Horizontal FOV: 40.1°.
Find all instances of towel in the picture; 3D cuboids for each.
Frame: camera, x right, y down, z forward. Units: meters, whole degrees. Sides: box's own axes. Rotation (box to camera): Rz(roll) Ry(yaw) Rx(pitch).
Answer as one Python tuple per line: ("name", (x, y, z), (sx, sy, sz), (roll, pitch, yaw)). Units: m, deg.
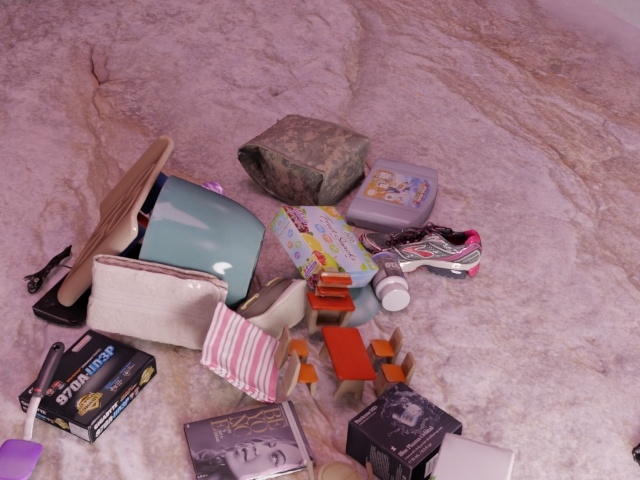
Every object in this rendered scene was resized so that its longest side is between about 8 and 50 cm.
("towel", (-0.151, 0.226, 1.761), (0.029, 0.197, 0.144), (-24, 40, 36))
("towel", (-0.343, 0.134, 1.828), (0.282, 0.187, 0.049), (11, 32, -8))

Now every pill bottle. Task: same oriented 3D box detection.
("pill bottle", (0.159, 0.096, 2.036), (0.078, 0.078, 0.137), (-5, 38, -10))

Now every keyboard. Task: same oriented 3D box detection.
("keyboard", (-0.559, 0.080, 2.049), (0.201, 0.033, 0.317), (20, 39, 15))

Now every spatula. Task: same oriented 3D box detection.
("spatula", (-0.542, 0.321, 1.659), (0.084, 0.030, 0.296), (7, 58, 9))

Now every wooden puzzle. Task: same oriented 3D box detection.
("wooden puzzle", (-0.445, -0.040, 1.989), (0.080, 0.322, 0.348), (34, 35, -21))

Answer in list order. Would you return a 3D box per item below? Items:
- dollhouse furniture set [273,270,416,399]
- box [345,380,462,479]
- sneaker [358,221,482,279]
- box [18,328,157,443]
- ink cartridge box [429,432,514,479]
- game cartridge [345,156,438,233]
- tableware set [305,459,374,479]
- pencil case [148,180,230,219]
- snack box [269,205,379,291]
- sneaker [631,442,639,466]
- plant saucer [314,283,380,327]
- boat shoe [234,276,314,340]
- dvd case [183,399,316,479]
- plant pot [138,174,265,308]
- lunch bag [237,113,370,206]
("dollhouse furniture set", (0.043, 0.196, 1.805), (0.262, 0.135, 0.259), (4, 35, -20))
("box", (0.157, 0.374, 1.659), (0.158, 0.093, 0.156), (31, 45, 33))
("sneaker", (0.242, 0.008, 2.131), (0.299, 0.112, 0.121), (4, 37, 3))
("box", (-0.462, 0.288, 1.763), (0.175, 0.051, 0.220), (19, 40, 20))
("ink cartridge box", (0.215, 0.478, 1.375), (0.117, 0.278, 0.201), (12, 38, 17))
("game cartridge", (0.206, -0.120, 2.346), (0.198, 0.062, 0.297), (11, 38, 17))
("tableware set", (0.039, 0.482, 1.555), (0.128, 0.039, 0.194), (6, 42, -15))
("pencil case", (-0.341, -0.090, 2.239), (0.206, 0.086, 0.088), (-22, 31, -28))
("snack box", (0.008, 0.015, 1.996), (0.174, 0.070, 0.207), (-1, 49, -45))
("sneaker", (0.659, 0.428, 1.646), (0.085, 0.058, 0.152), (-18, 37, -34))
("plant saucer", (0.043, 0.124, 2.026), (0.195, 0.037, 0.195), (3, 37, -2))
("boat shoe", (-0.140, 0.179, 1.889), (0.091, 0.109, 0.305), (14, 40, 40))
("dvd case", (-0.138, 0.391, 1.677), (0.221, 0.018, 0.164), (-9, 39, -16))
("plant pot", (-0.255, 0.026, 1.947), (0.235, 0.293, 0.293), (15, 38, -2))
("lunch bag", (-0.052, -0.221, 2.367), (0.287, 0.169, 0.235), (27, 43, 22))
